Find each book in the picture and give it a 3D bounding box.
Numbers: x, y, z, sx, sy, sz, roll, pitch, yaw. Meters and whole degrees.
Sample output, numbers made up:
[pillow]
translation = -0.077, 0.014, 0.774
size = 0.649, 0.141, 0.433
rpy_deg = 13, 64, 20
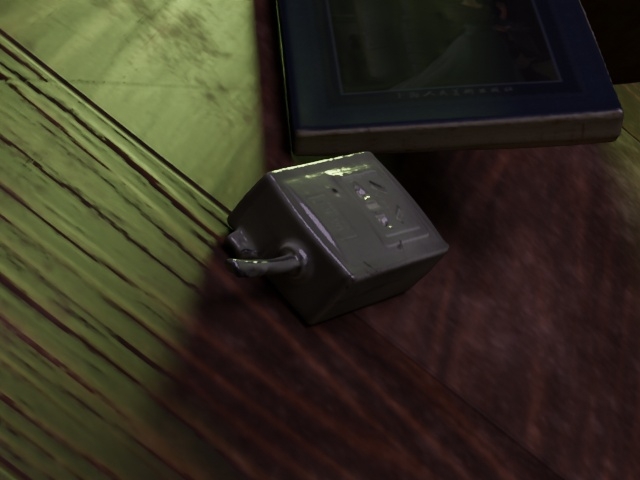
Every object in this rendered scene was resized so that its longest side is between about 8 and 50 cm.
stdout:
[book]
translation = 0.068, -0.143, 0.985
size = 0.191, 0.025, 0.269
rpy_deg = -3, 40, -3

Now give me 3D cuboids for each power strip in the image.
[power strip]
translation = 0.000, 0.000, 0.795
size = 0.075, 0.042, 0.175
rpy_deg = 51, 30, 13

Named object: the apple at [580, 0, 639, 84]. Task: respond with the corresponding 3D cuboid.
[apple]
translation = 0.213, -0.243, 1.206
size = 0.264, 0.264, 0.264
rpy_deg = 30, 31, -20
